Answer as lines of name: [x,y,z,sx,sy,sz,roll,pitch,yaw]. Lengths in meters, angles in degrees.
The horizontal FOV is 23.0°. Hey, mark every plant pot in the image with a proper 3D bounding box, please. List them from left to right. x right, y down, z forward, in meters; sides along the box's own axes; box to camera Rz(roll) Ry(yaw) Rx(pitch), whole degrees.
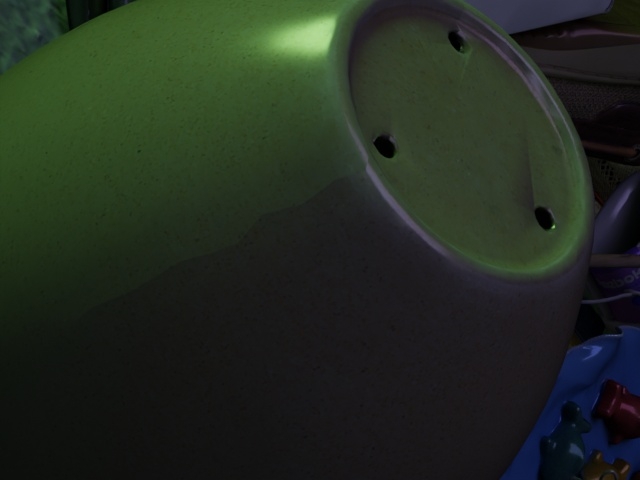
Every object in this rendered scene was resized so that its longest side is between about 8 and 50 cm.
plant pot: [0.000,0.000,0.645,0.284,0.191,0.284,23,50,-30]

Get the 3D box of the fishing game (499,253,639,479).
fishing game: [0.149,0.135,0.786,0.189,0.041,0.264,8,88,-49]

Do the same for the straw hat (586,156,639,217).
straw hat: [0.207,-0.052,1.079,0.144,0.061,0.144,22,54,-35]

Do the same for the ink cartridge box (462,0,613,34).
ink cartridge box: [0.039,-0.190,0.823,0.158,0.092,0.218,-18,40,-41]

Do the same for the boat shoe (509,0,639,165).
boat shoe: [0.061,-0.085,0.874,0.342,0.123,0.123,-2,33,-28]

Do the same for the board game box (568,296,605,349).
board game box: [0.088,0.054,0.882,0.136,0.035,0.201,51,34,-9]

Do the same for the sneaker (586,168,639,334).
sneaker: [0.201,0.086,0.916,0.161,0.102,0.282,36,47,-37]

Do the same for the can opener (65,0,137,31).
can opener: [-0.108,-0.175,0.802,0.073,0.059,0.186,24,46,-40]
